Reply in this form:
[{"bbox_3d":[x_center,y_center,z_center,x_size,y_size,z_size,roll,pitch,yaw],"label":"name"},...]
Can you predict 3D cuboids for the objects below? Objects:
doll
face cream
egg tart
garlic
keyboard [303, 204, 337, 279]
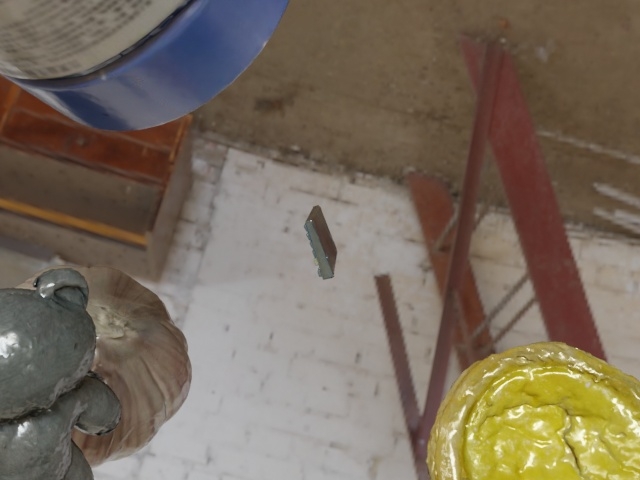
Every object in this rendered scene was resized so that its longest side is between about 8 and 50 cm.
[{"bbox_3d":[-0.333,0.191,1.151,0.158,0.246,0.340,38,140,39],"label":"doll"},{"bbox_3d":[-0.168,-0.228,0.731,0.249,0.249,0.225,1,162,26],"label":"face cream"},{"bbox_3d":[0.173,0.171,0.805,0.191,0.191,0.074,10,164,8],"label":"egg tart"},{"bbox_3d":[-0.327,0.165,1.495,0.317,0.317,0.259,19,146,-12],"label":"garlic"},{"bbox_3d":[0.001,-0.001,1.011,0.014,0.055,0.176,-18,-175,4],"label":"keyboard"}]
